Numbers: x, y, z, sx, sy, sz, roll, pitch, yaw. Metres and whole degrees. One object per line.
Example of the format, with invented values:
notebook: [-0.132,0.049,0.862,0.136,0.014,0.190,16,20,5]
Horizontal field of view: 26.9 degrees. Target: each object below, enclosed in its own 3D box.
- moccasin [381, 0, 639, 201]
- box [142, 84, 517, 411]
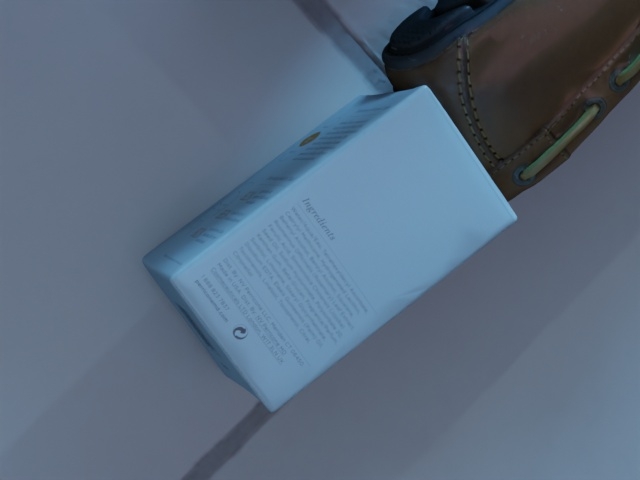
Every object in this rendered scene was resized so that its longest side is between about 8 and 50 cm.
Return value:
moccasin: [0.219,-0.166,0.791,0.380,0.139,0.147,-41,109,-11]
box: [0.000,0.000,0.749,0.170,0.130,0.091,-37,101,-9]
